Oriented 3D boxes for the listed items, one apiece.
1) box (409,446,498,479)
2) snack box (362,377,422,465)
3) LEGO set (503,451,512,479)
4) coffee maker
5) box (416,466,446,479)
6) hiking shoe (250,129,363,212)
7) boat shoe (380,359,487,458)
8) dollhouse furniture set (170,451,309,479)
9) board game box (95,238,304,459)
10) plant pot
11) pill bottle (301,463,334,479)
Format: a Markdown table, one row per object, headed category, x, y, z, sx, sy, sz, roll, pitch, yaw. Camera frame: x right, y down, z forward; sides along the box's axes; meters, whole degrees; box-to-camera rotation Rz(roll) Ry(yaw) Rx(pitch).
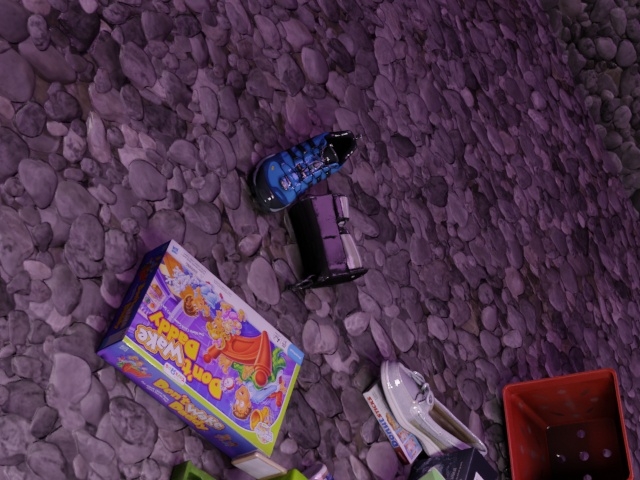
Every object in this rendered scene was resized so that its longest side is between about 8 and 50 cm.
| category | x | y | z | sx | sy | sz | roll | pitch | yaw |
| --- | --- | --- | --- | --- | --- | --- | --- | --- | --- |
| box | 0.257 | 0.519 | 2.045 | 0.093 | 0.158 | 0.156 | 50 | 40 | -20 |
| snack box | 0.152 | 0.379 | 2.111 | 0.178 | 0.022 | 0.064 | 60 | 36 | -5 |
| LEGO set | 0.452 | 0.537 | 2.368 | 0.054 | 0.023 | 0.083 | 15 | 59 | -44 |
| coffee maker | 0.000 | 0.000 | 2.067 | 0.171 | 0.120 | 0.178 | -2 | 71 | -49 |
| box | 0.220 | 0.603 | 1.833 | 0.232 | 0.058 | 0.322 | -31 | 60 | -19 |
| hiking shoe | -0.034 | -0.162 | 2.105 | 0.113 | 0.132 | 0.304 | 57 | 39 | -10 |
| boat shoe | 0.230 | 0.362 | 2.115 | 0.320 | 0.103 | 0.118 | 54 | 19 | -21 |
| dollhouse furniture set | -0.148 | 0.495 | 1.562 | 0.151 | 0.197 | 0.302 | 40 | 44 | -30 |
| board game box | -0.198 | 0.198 | 1.764 | 0.347 | 0.078 | 0.233 | 43 | 43 | -25 |
| plant pot | 0.603 | 0.482 | 2.388 | 0.236 | 0.267 | 0.267 | 45 | 38 | -54 |
| pill bottle | 0.009 | 0.477 | 1.857 | 0.120 | 0.067 | 0.067 | 60 | 38 | -6 |
